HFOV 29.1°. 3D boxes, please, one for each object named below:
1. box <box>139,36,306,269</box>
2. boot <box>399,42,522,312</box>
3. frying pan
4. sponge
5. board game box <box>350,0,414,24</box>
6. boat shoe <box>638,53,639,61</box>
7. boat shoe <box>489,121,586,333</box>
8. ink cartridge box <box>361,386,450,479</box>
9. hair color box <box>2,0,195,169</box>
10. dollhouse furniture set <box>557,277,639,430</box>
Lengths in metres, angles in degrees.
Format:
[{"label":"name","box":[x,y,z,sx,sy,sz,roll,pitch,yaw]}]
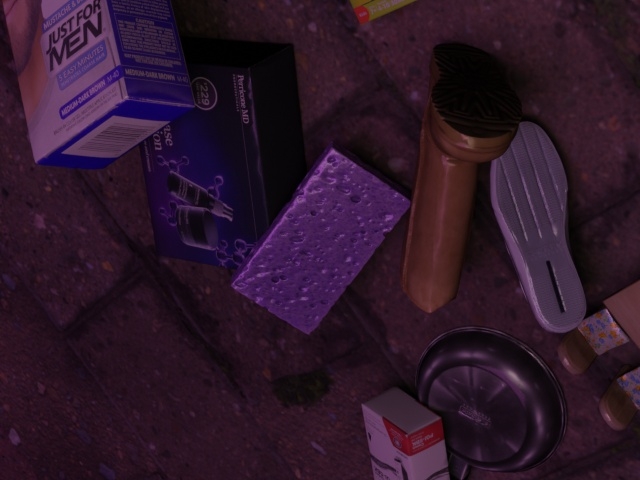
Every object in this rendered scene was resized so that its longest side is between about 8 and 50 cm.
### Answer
[{"label":"box","box":[-0.119,-0.104,1.491,0.184,0.103,0.261,7,118,28]},{"label":"boot","box":[0.138,-0.042,1.285,0.089,0.236,0.270,8,119,1]},{"label":"frying pan","box":[0.163,0.235,1.519,0.197,0.053,0.326,47,128,6]},{"label":"sponge","box":[0.000,0.000,1.433,0.117,0.031,0.210,32,109,-17]},{"label":"board game box","box":[0.049,-0.329,1.294,0.092,0.043,0.181,-17,104,39]},{"label":"boat shoe","box":[0.406,-0.223,1.054,0.130,0.132,0.355,46,129,5]},{"label":"boat shoe","box":[0.224,-0.011,1.319,0.083,0.076,0.226,-9,88,-4]},{"label":"ink cartridge box","box":[0.107,0.264,1.518,0.099,0.056,0.135,28,135,53]},{"label":"hair color box","box":[-0.271,-0.273,1.413,0.185,0.110,0.339,-27,70,40]},{"label":"dollhouse furniture set","box":[0.379,0.150,1.248,0.242,0.161,0.212,52,131,0]}]
